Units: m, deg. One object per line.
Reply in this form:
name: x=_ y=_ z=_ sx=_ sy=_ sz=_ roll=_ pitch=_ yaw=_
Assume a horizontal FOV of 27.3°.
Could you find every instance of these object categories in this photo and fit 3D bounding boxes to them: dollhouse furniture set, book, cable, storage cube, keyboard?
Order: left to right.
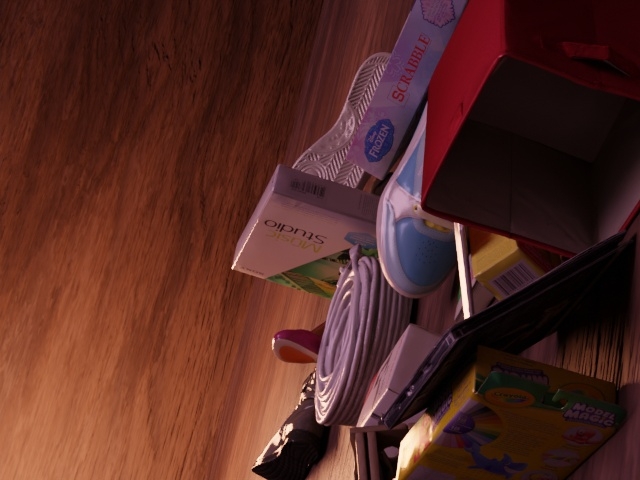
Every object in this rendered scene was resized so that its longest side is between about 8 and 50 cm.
cable: x=0.061 y=0.151 z=1.939 sx=0.257 sy=0.089 sz=0.257 roll=-112 pitch=39 yaw=-76
dollhouse furniture set: x=0.104 y=0.300 z=1.371 sx=0.129 sy=0.129 sz=0.183 roll=-92 pitch=-4 yaw=-63
keyboard: x=0.156 y=0.070 z=1.372 sx=0.072 sy=0.014 sz=0.256 roll=-96 pitch=-4 yaw=-55
book: x=0.197 y=0.019 z=1.527 sx=0.096 sy=0.035 sz=0.144 roll=-77 pitch=7 yaw=-45
storage cube: x=0.208 y=-0.127 z=1.207 sx=0.193 sy=0.184 sz=0.215 roll=-82 pitch=12 yaw=-46

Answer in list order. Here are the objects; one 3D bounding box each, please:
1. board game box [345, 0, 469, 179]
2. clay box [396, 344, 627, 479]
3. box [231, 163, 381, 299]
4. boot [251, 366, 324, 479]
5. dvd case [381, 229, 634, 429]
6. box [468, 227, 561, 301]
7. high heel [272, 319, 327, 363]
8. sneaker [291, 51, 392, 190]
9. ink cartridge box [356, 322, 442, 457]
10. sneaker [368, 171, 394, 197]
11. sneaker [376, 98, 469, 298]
board game box: x=0.170 y=-0.286 z=1.806 sx=0.318 sy=0.066 sz=0.318 roll=-52 pitch=-10 yaw=-48
clay box: x=0.162 y=0.163 z=1.140 sx=0.222 sy=0.127 sz=0.053 roll=118 pitch=165 yaw=-51
box: x=0.000 y=0.000 z=2.125 sx=0.322 sy=0.232 sz=0.058 roll=123 pitch=162 yaw=-64
boot: x=-0.035 y=0.326 z=2.305 sx=0.246 sy=0.083 sz=0.161 roll=-50 pitch=17 yaw=55
dvd case: x=0.164 y=0.078 z=1.160 sx=0.018 sy=0.221 sz=0.164 roll=53 pitch=146 yaw=19
box: x=0.197 y=-0.019 z=1.361 sx=0.058 sy=0.087 sz=0.232 roll=-36 pitch=25 yaw=24
high heel: x=-0.007 y=0.145 z=2.117 sx=0.244 sy=0.082 sz=0.117 roll=31 pitch=-119 yaw=-56
sneaker: x=0.065 y=-0.145 z=2.242 sx=0.350 sy=0.131 sz=0.148 roll=-55 pitch=-23 yaw=4
ink cartridge box: x=0.101 y=0.190 z=1.641 sx=0.150 sy=0.063 sz=0.109 roll=116 pitch=177 yaw=-50
sneaker: x=0.103 y=-0.048 z=2.195 sx=0.058 sy=0.052 sz=0.135 roll=34 pitch=101 yaw=58
sneaker: x=0.161 y=-0.078 z=1.612 sx=0.208 sy=0.127 sz=0.319 roll=-158 pitch=84 yaw=-83
